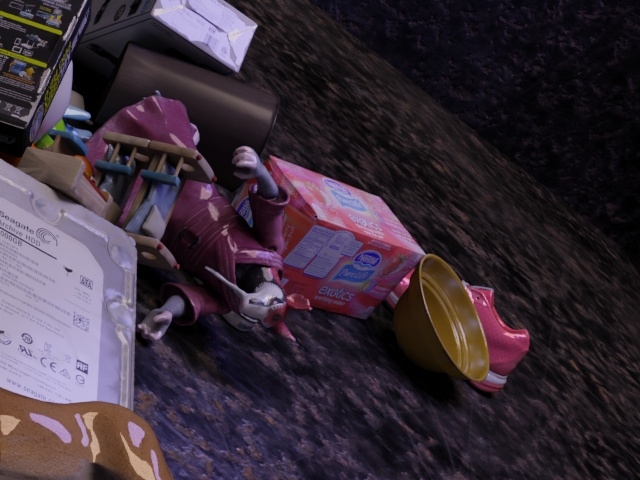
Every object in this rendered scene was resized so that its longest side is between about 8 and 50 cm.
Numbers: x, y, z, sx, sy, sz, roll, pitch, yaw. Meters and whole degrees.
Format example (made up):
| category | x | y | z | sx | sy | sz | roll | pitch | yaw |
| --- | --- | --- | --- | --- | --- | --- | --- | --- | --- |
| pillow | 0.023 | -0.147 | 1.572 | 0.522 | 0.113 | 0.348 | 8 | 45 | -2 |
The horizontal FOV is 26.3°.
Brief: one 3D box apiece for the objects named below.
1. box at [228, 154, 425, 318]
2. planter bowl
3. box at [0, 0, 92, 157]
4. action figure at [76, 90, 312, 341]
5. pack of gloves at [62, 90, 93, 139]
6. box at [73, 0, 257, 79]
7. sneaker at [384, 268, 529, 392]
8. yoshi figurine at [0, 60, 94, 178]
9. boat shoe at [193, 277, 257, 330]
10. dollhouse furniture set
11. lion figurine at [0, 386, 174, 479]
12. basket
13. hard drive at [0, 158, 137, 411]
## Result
| category | x | y | z | sx | sy | sz | roll | pitch | yaw |
| --- | --- | --- | --- | --- | --- | --- | --- | --- | --- |
| box | 0.000 | 0.000 | 2.051 | 0.300 | 0.154 | 0.142 | 17 | 31 | -53 |
| planter bowl | 0.176 | 0.138 | 2.168 | 0.217 | 0.090 | 0.217 | 46 | 30 | -36 |
| box | -0.413 | -0.226 | 1.509 | 0.270 | 0.060 | 0.216 | 18 | 56 | -2 |
| action figure | -0.159 | -0.001 | 1.720 | 0.370 | 0.248 | 0.276 | 45 | -5 | 11 |
| pack of gloves | -0.391 | -0.212 | 1.881 | 0.232 | 0.046 | 0.195 | 29 | 23 | -37 |
| box | -0.249 | -0.306 | 2.064 | 0.169 | 0.087 | 0.290 | 31 | -21 | -30 |
| sneaker | 0.222 | 0.107 | 2.309 | 0.314 | 0.136 | 0.116 | 43 | 16 | 1 |
| yoshi figurine | -0.422 | -0.184 | 1.628 | 0.203 | 0.203 | 0.362 | -16 | 67 | -25 |
| boat shoe | -0.141 | 0.020 | 1.833 | 0.219 | 0.070 | 0.078 | 48 | 18 | 18 |
| dollhouse furniture set | -0.220 | -0.070 | 1.516 | 0.129 | 0.129 | 0.184 | 12 | -22 | 22 |
| lion figurine | -0.238 | 0.170 | 1.109 | 0.392 | 0.142 | 0.240 | 33 | 32 | -45 |
| basket | -0.199 | -0.185 | 1.985 | 0.226 | 0.154 | 0.204 | 23 | -12 | -13 |
| hard drive | -0.284 | 0.072 | 1.310 | 0.237 | 0.064 | 0.339 | 33 | 30 | -29 |
